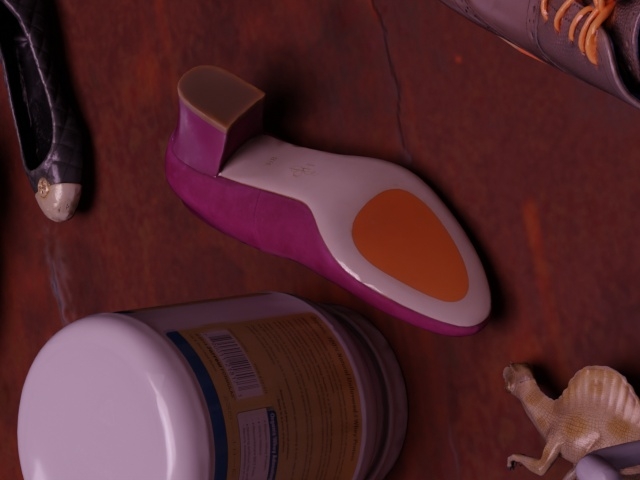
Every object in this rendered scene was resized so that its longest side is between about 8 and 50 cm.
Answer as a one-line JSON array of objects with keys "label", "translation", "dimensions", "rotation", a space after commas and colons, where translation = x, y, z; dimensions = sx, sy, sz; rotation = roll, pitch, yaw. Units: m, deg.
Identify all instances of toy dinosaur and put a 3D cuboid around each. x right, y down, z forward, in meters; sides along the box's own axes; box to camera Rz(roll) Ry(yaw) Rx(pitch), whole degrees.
[{"label": "toy dinosaur", "translation": [0.157, 0.114, 1.036], "dimensions": [0.183, 0.053, 0.092], "rotation": [14, 102, 40]}]

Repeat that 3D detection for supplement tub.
[{"label": "supplement tub", "translation": [-0.058, 0.105, 1.125], "dimensions": [0.144, 0.200, 0.144], "rotation": [5, 97, 41]}]

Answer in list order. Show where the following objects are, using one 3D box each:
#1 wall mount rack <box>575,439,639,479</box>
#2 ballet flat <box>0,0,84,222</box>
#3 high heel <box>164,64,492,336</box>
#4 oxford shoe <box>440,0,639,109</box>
[{"label": "wall mount rack", "translation": [0.225, 0.221, 0.863], "dimensions": [0.304, 0.130, 0.350], "rotation": [-160, 62, -69]}, {"label": "ballet flat", "translation": [-0.200, -0.095, 1.328], "dimensions": [0.057, 0.049, 0.173], "rotation": [-20, 81, 41]}, {"label": "high heel", "translation": [0.000, 0.000, 1.165], "dimensions": [0.244, 0.082, 0.117], "rotation": [33, 148, 19]}, {"label": "oxford shoe", "translation": [0.159, -0.128, 0.956], "dimensions": [0.364, 0.133, 0.130], "rotation": [23, 109, 38]}]
